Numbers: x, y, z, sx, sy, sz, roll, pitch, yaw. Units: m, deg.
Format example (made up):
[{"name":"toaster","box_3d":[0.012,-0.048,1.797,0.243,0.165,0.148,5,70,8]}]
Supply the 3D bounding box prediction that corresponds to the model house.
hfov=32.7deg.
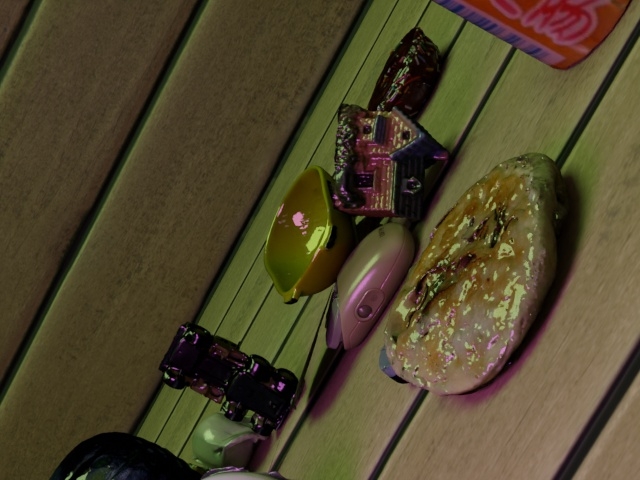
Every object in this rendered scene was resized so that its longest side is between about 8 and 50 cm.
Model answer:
[{"name":"model house","box_3d":[0.125,-0.128,1.850,0.166,0.172,0.183,21,-105,-70]}]

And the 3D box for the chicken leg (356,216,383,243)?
[{"name":"chicken leg","box_3d":[0.087,-0.013,2.028,0.178,0.070,0.093,-53,12,0]}]

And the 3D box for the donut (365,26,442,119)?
[{"name":"donut","box_3d":[0.173,-0.323,2.262,0.235,0.089,0.235,-58,12,19]}]

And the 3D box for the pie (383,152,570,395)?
[{"name":"pie","box_3d":[0.194,0.037,1.355,0.339,0.077,0.339,-51,22,30]}]

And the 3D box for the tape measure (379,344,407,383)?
[{"name":"tape measure","box_3d":[0.124,0.151,1.507,0.094,0.054,0.091,-51,16,13]}]

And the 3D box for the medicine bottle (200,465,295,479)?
[{"name":"medicine bottle","box_3d":[-0.121,0.500,1.398,0.213,0.213,0.379,-52,15,41]}]

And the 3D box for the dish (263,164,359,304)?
[{"name":"dish","box_3d":[0.000,0.000,1.959,0.221,0.108,0.262,-59,26,24]}]

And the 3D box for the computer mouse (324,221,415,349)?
[{"name":"computer mouse","box_3d":[0.074,0.073,1.833,0.236,0.082,0.145,-57,13,21]}]

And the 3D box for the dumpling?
[{"name":"dumpling","box_3d":[-0.171,0.389,2.140,0.151,0.124,0.229,-25,2,-26]}]

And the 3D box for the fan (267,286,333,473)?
[{"name":"fan","box_3d":[-0.040,0.271,1.915,0.233,0.012,0.415,-50,-21,-79]}]

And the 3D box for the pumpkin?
[{"name":"pumpkin","box_3d":[-0.321,0.506,1.918,0.266,0.363,0.363,-54,6,-27]}]

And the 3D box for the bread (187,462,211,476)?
[{"name":"bread","box_3d":[-0.253,0.511,2.227,0.156,0.103,0.110,148,143,-71]}]

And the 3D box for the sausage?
[{"name":"sausage","box_3d":[0.272,-0.399,1.518,0.233,0.287,0.233,-59,11,19]}]

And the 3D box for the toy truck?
[{"name":"toy truck","box_3d":[-0.168,0.249,2.055,0.127,0.257,0.127,-61,9,15]}]
